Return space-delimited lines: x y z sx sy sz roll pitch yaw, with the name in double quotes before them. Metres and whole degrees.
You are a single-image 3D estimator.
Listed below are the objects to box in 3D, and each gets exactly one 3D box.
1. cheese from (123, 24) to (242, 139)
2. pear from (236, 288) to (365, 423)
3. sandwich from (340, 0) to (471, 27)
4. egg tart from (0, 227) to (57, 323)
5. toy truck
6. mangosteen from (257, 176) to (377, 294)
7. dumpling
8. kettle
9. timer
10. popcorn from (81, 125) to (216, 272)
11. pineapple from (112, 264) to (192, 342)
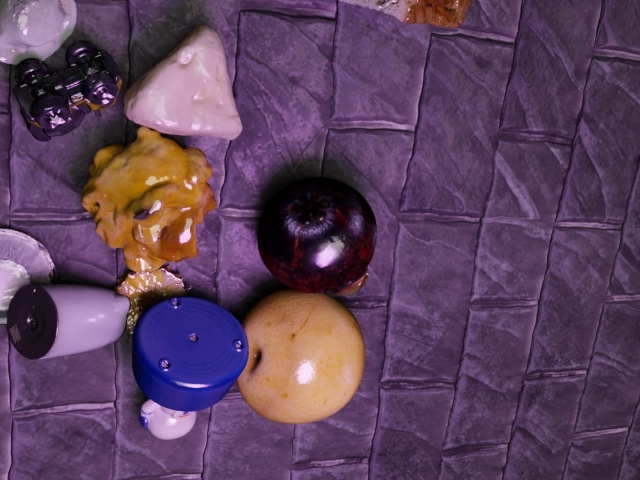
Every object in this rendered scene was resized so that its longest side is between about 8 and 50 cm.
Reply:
"cheese" -0.313 -0.341 1.662 0.248 0.174 0.251 -12 113 -26
"pear" -0.050 0.285 1.888 0.348 0.348 0.348 -7 110 -19
"sandwich" 0.144 -0.575 1.691 0.262 0.325 0.131 -18 129 -52
"egg tart" -0.717 0.087 1.705 0.234 0.094 0.234 -6 110 -16
"toy truck" -0.531 -0.306 1.618 0.224 0.147 0.165 -28 155 -14
"mangosteen" -0.008 -0.004 1.849 0.300 0.300 0.300 -7 110 -19
"dumpling" -0.586 -0.452 1.556 0.153 0.108 0.219 28 100 -26
"kettle" -0.581 0.190 1.730 0.221 0.161 0.236 -34 164 25
"timer" -0.350 0.351 1.848 0.270 0.270 0.383 5 134 -22
"popcorn" -0.369 -0.090 1.688 0.297 0.281 0.316 -31 105 11
"pineapple" -0.422 0.154 1.870 0.221 0.047 0.221 -5 107 -16
